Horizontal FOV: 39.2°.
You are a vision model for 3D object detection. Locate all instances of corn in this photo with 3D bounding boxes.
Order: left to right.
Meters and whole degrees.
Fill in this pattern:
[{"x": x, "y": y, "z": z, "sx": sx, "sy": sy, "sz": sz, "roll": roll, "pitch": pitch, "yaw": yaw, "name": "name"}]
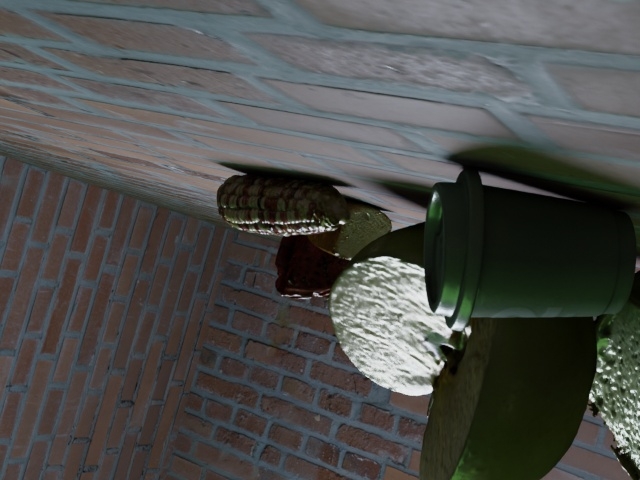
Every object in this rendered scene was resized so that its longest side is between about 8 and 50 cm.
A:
[{"x": -0.047, "y": -0.042, "z": 1.083, "sx": 0.080, "sy": 0.079, "sz": 0.237, "roll": 18, "pitch": 173, "yaw": -37, "name": "corn"}]

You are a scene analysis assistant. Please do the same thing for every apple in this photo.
[{"x": 0.167, "y": 0.113, "z": 0.959, "sx": 0.233, "sy": 0.257, "sz": 0.295, "roll": -14, "pitch": -131, "yaw": -27, "name": "apple"}]

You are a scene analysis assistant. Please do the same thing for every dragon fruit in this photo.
[{"x": 0.008, "y": 0.023, "z": 1.297, "sx": 0.127, "sy": 0.161, "sz": 0.120, "roll": 27, "pitch": 174, "yaw": -8, "name": "dragon fruit"}]

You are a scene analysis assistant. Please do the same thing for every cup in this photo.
[{"x": 0.152, "y": 0.010, "z": 0.667, "sx": 0.141, "sy": 0.120, "sz": 0.120, "roll": 3, "pitch": 178, "yaw": -3, "name": "cup"}]

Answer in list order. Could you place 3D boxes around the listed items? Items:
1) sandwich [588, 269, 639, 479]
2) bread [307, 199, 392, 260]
[{"x": 0.363, "y": 0.169, "z": 0.903, "sx": 0.087, "sy": 0.226, "sz": 0.251, "roll": -17, "pitch": -132, "yaw": -13, "name": "sandwich"}, {"x": 0.038, "y": -0.015, "z": 1.153, "sx": 0.083, "sy": 0.076, "sz": 0.070, "roll": 17, "pitch": -172, "yaw": -39, "name": "bread"}]
